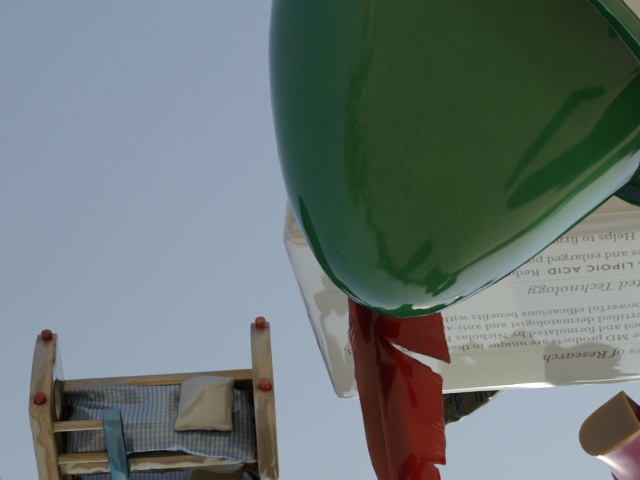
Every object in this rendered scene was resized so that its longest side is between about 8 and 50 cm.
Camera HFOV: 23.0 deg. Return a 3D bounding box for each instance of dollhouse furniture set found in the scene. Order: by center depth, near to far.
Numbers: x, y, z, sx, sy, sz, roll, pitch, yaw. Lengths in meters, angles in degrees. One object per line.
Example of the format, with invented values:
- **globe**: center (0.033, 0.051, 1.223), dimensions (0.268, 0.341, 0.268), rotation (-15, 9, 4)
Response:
- **dollhouse furniture set**: center (-0.082, 0.147, 0.812), dimensions (0.129, 0.184, 0.129), rotation (-4, -54, -2)

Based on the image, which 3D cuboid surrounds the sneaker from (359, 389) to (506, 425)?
- **sneaker**: center (0.204, -0.003, 1.227), dimensions (0.158, 0.410, 0.182), rotation (61, -156, -2)

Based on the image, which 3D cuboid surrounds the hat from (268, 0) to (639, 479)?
- **hat**: center (0.000, 0.000, 0.470), dimensions (0.208, 0.173, 0.183), rotation (41, -96, 15)

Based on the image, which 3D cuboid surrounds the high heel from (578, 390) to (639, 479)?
- **high heel**: center (0.312, 0.112, 1.136), dimensions (0.117, 0.244, 0.082), rotation (35, -157, -41)

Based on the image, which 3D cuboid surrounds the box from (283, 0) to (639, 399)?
- **box**: center (0.086, -0.035, 0.734), dimensions (0.119, 0.182, 0.181), rotation (73, -164, -47)

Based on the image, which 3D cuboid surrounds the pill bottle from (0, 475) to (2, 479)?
- **pill bottle**: center (-0.420, 0.235, 1.032), dimensions (0.407, 0.229, 0.229), rotation (4, -102, -18)
